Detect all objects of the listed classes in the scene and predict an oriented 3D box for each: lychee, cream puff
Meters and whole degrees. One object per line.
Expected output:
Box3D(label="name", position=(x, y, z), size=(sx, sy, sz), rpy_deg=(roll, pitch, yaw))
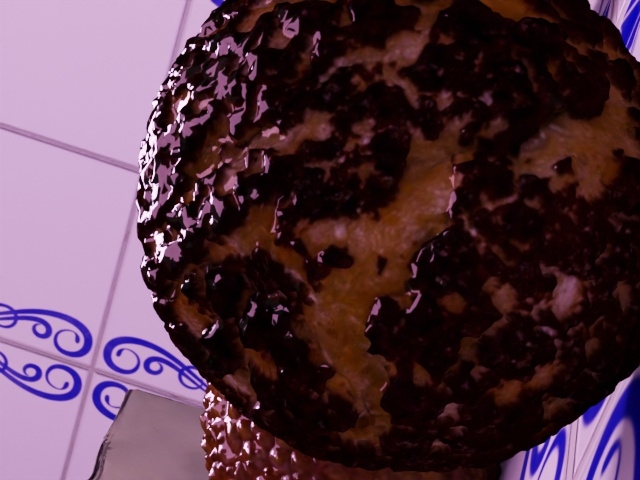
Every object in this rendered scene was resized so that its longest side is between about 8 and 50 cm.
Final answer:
Box3D(label="lychee", position=(0.018, 0.137, 1.206), size=(0.194, 0.194, 0.194), rpy_deg=(-162, 90, -90))
Box3D(label="cream puff", position=(0.037, -0.020, 0.836), size=(0.165, 0.239, 0.239), rpy_deg=(63, -136, -74))

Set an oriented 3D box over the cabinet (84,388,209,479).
Box3D(label="cabinet", position=(-0.124, 0.376, 2.062), size=(0.227, 0.290, 0.318), rpy_deg=(-73, 0, -64))
